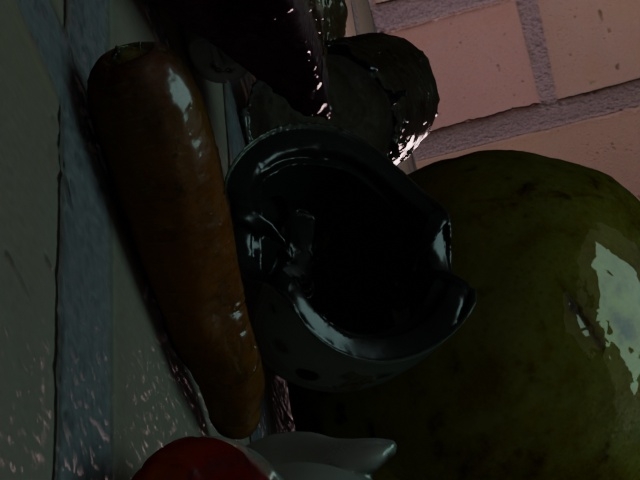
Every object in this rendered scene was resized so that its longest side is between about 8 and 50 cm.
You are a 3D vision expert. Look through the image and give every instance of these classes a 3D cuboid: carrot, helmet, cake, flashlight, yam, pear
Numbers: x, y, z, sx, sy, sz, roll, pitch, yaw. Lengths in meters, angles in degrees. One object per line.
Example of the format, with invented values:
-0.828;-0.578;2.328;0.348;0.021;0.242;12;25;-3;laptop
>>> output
-0.065;0.010;0.964;0.059;0.059;0.248;-94;171;-59;carrot
0.003;0.025;1.190;0.107;0.153;0.177;114;-33;-42;helmet
-0.047;-0.170;1.209;0.295;0.113;0.116;50;36;-67;cake
-0.069;-0.167;1.347;0.200;0.047;0.093;-86;161;-62;flashlight
0.027;-0.108;1.575;0.279;0.131;0.131;-35;111;-75;yam
0.120;0.097;1.348;0.304;0.304;0.304;-14;90;-84;pear

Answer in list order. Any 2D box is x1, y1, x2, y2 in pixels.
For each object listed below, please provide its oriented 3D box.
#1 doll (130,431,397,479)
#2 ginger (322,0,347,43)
-0.030;0.166;0.794;0.384;0.099;0.188;-48;126;-75;doll
-0.041;-0.273;1.724;0.122;0.084;0.290;-24;101;-45;ginger
